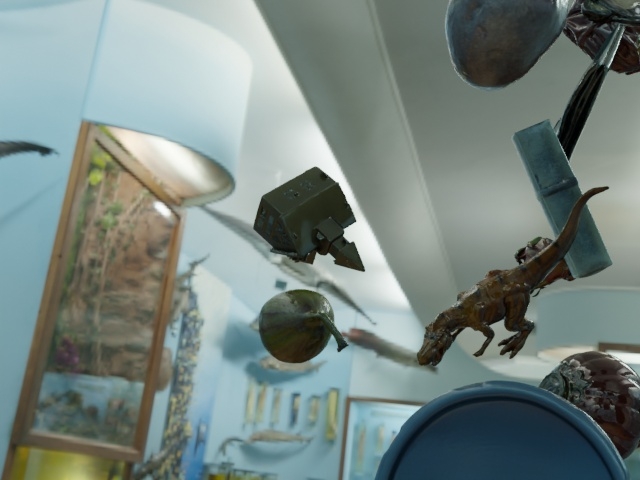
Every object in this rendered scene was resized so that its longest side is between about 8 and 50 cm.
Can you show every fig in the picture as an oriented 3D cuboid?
[{"bbox_3d":[-0.040,0.154,1.502,0.142,0.147,0.186,0,-21,-12],"label":"fig"}]

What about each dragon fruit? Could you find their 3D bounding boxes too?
[{"bbox_3d":[0.510,0.066,1.883,0.138,0.175,0.142,46,11,15],"label":"dragon fruit"}]

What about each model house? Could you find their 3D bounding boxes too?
[{"bbox_3d":[0.000,0.000,1.741,0.248,0.181,0.176,43,-38,22],"label":"model house"}]

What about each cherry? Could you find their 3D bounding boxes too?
[{"bbox_3d":[0.305,-0.369,1.358,0.213,0.266,0.183,-16,41,-34],"label":"cherry"}]

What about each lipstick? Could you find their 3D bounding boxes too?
[{"bbox_3d":[0.437,-0.072,1.480,0.076,0.289,0.077,-22,-5,5],"label":"lipstick"}]

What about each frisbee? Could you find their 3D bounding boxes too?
[{"bbox_3d":[0.195,0.298,0.883,0.290,0.289,0.049,-1,-18,24],"label":"frisbee"}]

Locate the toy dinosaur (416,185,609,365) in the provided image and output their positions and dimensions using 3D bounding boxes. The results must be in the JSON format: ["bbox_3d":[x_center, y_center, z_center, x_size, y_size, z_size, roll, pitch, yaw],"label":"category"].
[{"bbox_3d":[0.338,0.090,1.426,0.097,0.432,0.208,41,-11,41],"label":"toy dinosaur"}]

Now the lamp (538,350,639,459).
[{"bbox_3d":[0.672,0.425,2.031,0.257,0.303,0.303,23,-21,-12],"label":"lamp"}]

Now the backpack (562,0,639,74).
[{"bbox_3d":[0.635,-0.441,1.730,0.229,0.229,0.139,11,-37,-12],"label":"backpack"}]

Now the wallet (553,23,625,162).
[{"bbox_3d":[0.507,-0.261,1.600,0.054,0.251,0.290,23,-52,11],"label":"wallet"}]

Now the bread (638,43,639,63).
[{"bbox_3d":[0.627,-0.206,1.086,0.333,0.323,0.143,-4,-32,5],"label":"bread"}]
